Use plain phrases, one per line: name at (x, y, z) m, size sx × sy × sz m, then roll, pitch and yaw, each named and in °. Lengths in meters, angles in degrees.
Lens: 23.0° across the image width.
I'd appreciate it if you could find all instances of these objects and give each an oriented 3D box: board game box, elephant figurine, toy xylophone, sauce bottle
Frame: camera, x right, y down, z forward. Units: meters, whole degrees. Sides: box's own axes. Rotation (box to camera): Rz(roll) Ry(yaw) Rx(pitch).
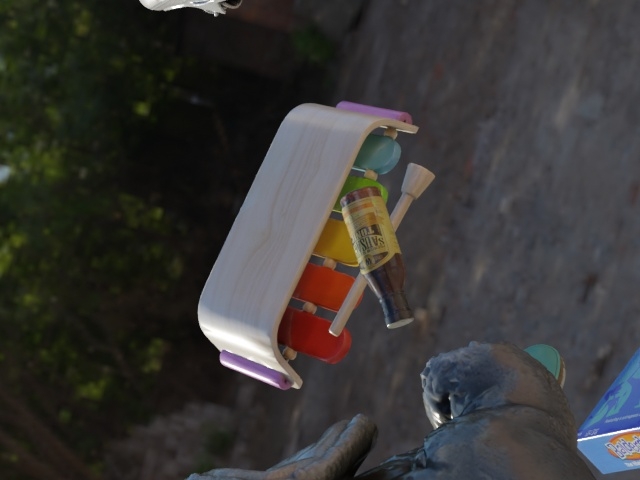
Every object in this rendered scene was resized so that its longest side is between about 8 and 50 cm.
board game box at (0.323, 0.100, 1.334) m, size 0.210 × 0.047 × 0.160 m, roll -48°, pitch 7°, yaw -25°
elephant figurine at (-0.005, 0.145, 0.631) m, size 0.186 × 0.239 × 0.169 m, roll 84°, pitch 174°, yaw -53°
toy xylophone at (0.000, 0.000, 1.604) m, size 0.236 × 0.081 × 0.322 m, roll 27°, pitch 85°, yaw 45°
sauce bottle at (0.054, 0.015, 1.419) m, size 0.042 × 0.042 × 0.128 m, roll 117°, pitch 136°, yaw -66°

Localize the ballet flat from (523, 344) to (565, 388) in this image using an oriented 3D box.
ballet flat at (0.197, 0.200, 1.615) m, size 0.221 × 0.077 × 0.079 m, roll -55°, pitch -41°, yaw -47°

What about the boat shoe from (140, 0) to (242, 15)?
boat shoe at (-0.094, -0.230, 1.396) m, size 0.184 × 0.063 × 0.066 m, roll -18°, pitch 31°, yaw 48°
